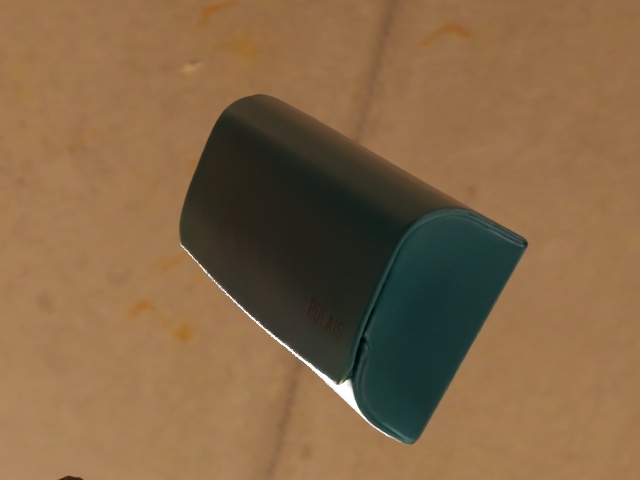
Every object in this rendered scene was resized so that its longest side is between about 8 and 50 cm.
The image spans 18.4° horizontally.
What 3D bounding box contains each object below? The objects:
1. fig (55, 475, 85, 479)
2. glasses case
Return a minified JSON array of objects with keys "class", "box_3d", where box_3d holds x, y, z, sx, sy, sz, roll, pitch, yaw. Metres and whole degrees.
[{"class":"fig","box_3d":[-0.172,0.254,1.169,0.203,0.203,0.225,-8,-103,28]},{"class":"glasses case","box_3d":[-0.001,0.001,1.060,0.117,0.070,0.301,-62,-154,3]}]
